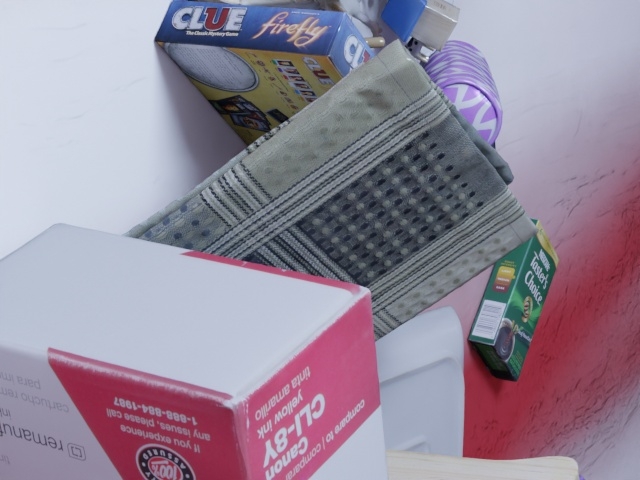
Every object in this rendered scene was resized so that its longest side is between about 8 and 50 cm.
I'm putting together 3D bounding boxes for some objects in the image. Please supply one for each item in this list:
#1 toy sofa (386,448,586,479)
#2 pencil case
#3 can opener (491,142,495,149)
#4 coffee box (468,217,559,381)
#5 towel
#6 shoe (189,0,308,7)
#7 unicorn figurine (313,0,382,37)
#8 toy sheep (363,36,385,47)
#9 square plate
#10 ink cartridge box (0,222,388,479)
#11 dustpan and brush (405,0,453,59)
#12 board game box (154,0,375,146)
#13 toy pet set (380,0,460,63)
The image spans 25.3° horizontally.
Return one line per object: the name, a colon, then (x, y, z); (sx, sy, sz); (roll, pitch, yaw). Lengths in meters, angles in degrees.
toy sofa: (0.054, 0.283, 1.217); (0.177, 0.363, 0.150); (-58, 144, -53)
pencil case: (0.135, -0.141, 1.434); (0.088, 0.086, 0.206); (-51, -172, 18)
can opener: (0.186, -0.080, 1.652); (0.059, 0.073, 0.186); (-2, 91, -52)
coffee box: (0.249, 0.073, 1.816); (0.113, 0.040, 0.184); (54, 52, -51)
towel: (0.000, 0.000, 1.180); (0.324, 0.056, 0.312); (-34, 142, 9)
shoe: (-0.026, -0.236, 1.197); (0.219, 0.058, 0.076); (-16, 99, -41)
unicorn figurine: (0.032, -0.234, 1.351); (0.111, 0.060, 0.162); (51, 39, -47)
toy sheep: (0.017, -0.150, 1.304); (0.091, 0.091, 0.132); (-49, 154, -42)
square plate: (0.070, 0.262, 1.489); (0.344, 0.049, 0.347); (-11, 105, -58)
ink cartridge box: (-0.101, 0.209, 1.011); (0.160, 0.279, 0.384); (-40, 131, -47)
dustpan and brush: (0.126, -0.277, 1.483); (0.211, 0.060, 0.147); (-69, 161, -70)
board game box: (-0.009, -0.112, 1.198); (0.243, 0.165, 0.042); (49, 56, -54)
toy pet set: (0.077, -0.180, 1.337); (0.114, 0.065, 0.122); (-61, -174, 29)
